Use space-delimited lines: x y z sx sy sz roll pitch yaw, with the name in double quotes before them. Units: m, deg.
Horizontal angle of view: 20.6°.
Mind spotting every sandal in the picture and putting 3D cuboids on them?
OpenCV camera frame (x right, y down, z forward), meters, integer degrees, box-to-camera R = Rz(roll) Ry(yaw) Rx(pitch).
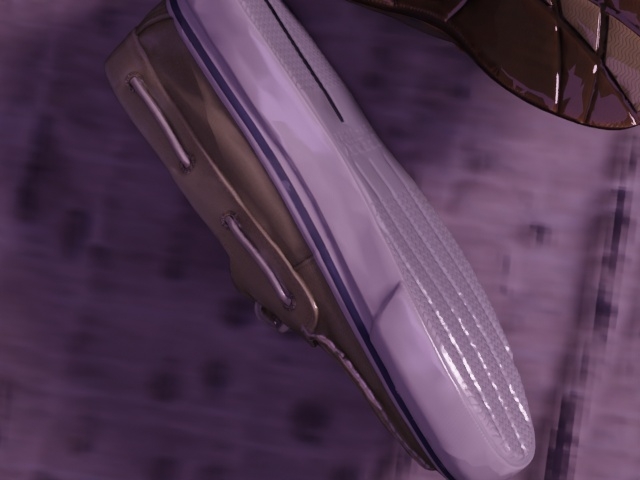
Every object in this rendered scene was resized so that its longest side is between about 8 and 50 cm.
"sandal" 0.081 -0.123 0.894 0.219 0.060 0.090 23 89 19

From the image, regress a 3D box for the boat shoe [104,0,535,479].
"boat shoe" 0.000 0.000 0.893 0.094 0.109 0.302 -35 79 22
